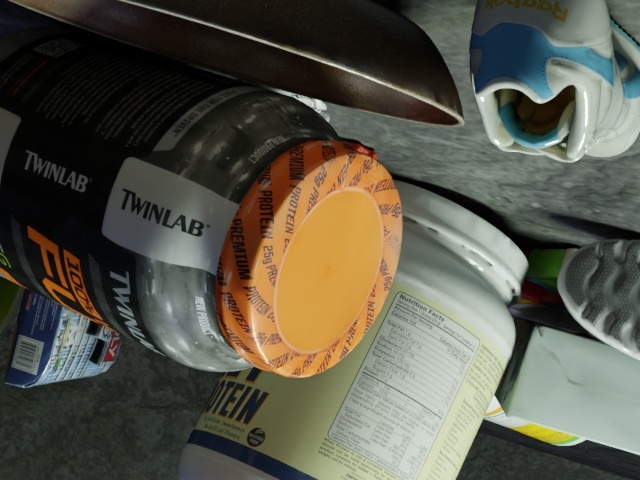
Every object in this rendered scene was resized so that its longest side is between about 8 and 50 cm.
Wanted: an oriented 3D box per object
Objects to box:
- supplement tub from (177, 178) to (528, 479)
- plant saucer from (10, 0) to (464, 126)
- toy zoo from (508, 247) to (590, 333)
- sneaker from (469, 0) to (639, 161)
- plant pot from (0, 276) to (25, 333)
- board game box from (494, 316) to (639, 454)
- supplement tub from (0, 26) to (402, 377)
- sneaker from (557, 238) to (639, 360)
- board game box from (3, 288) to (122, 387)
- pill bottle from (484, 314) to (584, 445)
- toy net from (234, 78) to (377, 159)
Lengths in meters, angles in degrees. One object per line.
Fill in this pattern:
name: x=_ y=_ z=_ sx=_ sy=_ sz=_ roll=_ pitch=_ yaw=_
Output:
supplement tub: x=0.037 y=0.128 z=1.314 sx=0.235 sy=0.325 sz=0.235 roll=25 pitch=165 yaw=7
plant saucer: x=-0.058 y=-0.133 z=0.850 sx=0.310 sy=0.050 sz=0.310 roll=15 pitch=-179 yaw=0
toy zoo: x=0.240 y=0.055 z=1.481 sx=0.192 sy=0.030 sz=0.293 roll=23 pitch=168 yaw=-27
sneaker: x=0.130 y=-0.086 z=0.800 sx=0.087 sy=0.092 sz=0.229 roll=11 pitch=168 yaw=24
plant pot: x=-0.422 y=-0.048 z=1.406 sx=0.275 sy=0.275 sz=0.293 roll=21 pitch=-162 yaw=-18
board game box: x=0.297 y=0.153 z=1.424 sx=0.224 sy=0.097 sz=0.303 roll=17 pitch=180 yaw=5
supplement tub: x=-0.120 y=-0.030 z=1.059 sx=0.338 sy=0.207 sz=0.207 roll=20 pitch=173 yaw=37
sneaker: x=0.334 y=0.079 z=1.256 sx=0.281 sy=0.105 sz=0.115 roll=19 pitch=169 yaw=-8
board game box: x=-0.209 y=0.044 z=1.360 sx=0.060 sy=0.194 sz=0.194 roll=16 pitch=-176 yaw=18
pill bottle: x=0.222 y=0.149 z=1.678 sx=0.246 sy=0.136 sz=0.136 roll=24 pitch=168 yaw=-36
toy net: x=-0.017 y=-0.080 z=1.183 sx=0.122 sy=0.045 sz=0.232 roll=17 pitch=169 yaw=6
